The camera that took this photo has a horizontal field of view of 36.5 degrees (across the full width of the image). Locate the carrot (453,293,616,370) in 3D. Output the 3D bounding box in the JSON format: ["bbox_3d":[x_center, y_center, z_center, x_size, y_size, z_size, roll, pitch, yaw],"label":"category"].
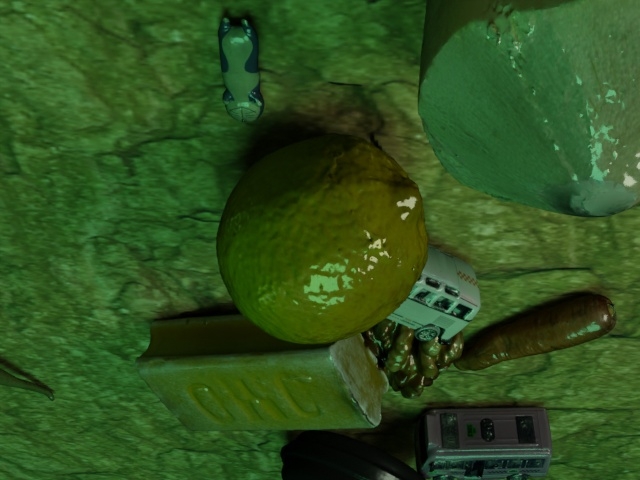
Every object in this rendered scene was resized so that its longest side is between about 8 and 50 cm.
[{"bbox_3d":[0.260,0.123,1.223,0.248,0.059,0.059,-25,138,37],"label":"carrot"}]

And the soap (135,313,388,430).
[{"bbox_3d":[-0.073,0.166,1.213,0.274,0.089,0.173,-7,136,26],"label":"soap"}]

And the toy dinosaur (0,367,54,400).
[{"bbox_3d":[-0.477,0.165,1.302,0.251,0.072,0.200,1,158,-22],"label":"toy dinosaur"}]

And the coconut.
[{"bbox_3d":[0.184,-0.127,0.678,0.239,0.244,0.239,2,145,2],"label":"coconut"}]

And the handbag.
[{"bbox_3d":[0.053,0.393,1.518,0.254,0.093,0.308,19,156,14],"label":"handbag"}]

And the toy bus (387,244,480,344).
[{"bbox_3d":[0.090,0.042,1.080,0.194,0.087,0.089,23,133,-29],"label":"toy bus"}]

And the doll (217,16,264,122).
[{"bbox_3d":[-0.070,-0.147,0.847,0.037,0.027,0.125,6,146,5],"label":"doll"}]

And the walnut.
[{"bbox_3d":[0.111,0.155,1.259,0.143,0.069,0.170,9,142,-9],"label":"walnut"}]

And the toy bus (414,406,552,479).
[{"bbox_3d":[0.242,0.304,1.451,0.199,0.096,0.108,-1,146,1],"label":"toy bus"}]

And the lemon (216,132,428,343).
[{"bbox_3d":[0.000,0.000,0.920,0.192,0.192,0.231,28,136,-34],"label":"lemon"}]
